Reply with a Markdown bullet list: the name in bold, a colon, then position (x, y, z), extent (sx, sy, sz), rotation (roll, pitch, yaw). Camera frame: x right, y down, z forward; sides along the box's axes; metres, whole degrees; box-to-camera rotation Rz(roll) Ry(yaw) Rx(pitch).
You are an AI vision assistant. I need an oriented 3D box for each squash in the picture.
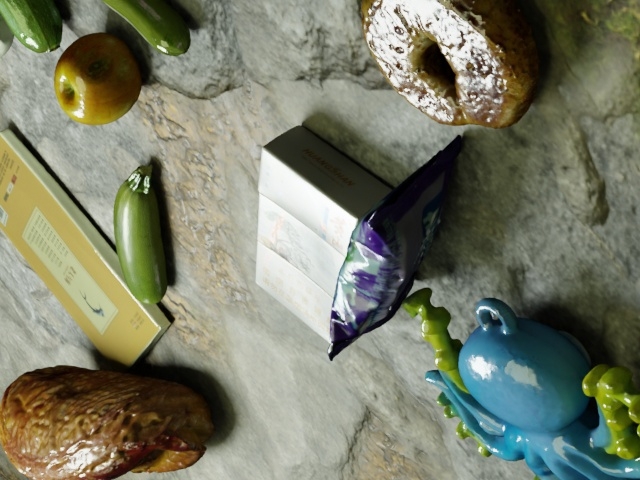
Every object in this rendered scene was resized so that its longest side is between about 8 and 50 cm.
- **squash**: position (-0.250, -0.005, 1.856), extent (0.066, 0.066, 0.252), rotation (31, 141, 30)
- **squash**: position (-0.215, -0.273, 1.564), extent (0.183, 0.052, 0.052), rotation (40, 146, 22)
- **squash**: position (-0.401, -0.334, 1.720), extent (0.219, 0.068, 0.077), rotation (53, 153, 0)

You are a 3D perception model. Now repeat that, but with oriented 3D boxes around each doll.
- **doll**: position (0.257, 0.184, 1.393), extent (0.346, 0.099, 0.341), rotation (8, 140, 54)

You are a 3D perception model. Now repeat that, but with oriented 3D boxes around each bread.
- **bread**: position (0.117, -0.182, 1.224), extent (0.193, 0.064, 0.193), rotation (33, 149, 23)

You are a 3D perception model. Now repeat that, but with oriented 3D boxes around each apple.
- **apple**: position (-0.275, -0.197, 1.664), extent (0.099, 0.102, 0.114), rotation (45, 147, 14)

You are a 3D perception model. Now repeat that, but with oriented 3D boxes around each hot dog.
- **hot dog**: position (-0.332, 0.292, 2.098), extent (0.387, 0.267, 0.174), rotation (2, 93, 47)

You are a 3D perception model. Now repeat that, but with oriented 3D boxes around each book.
- **book**: position (-0.395, 0.028, 2.105), extent (0.389, 0.032, 0.269), rotation (51, 150, 3)

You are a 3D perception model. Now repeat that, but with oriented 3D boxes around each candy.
- **candy**: position (0.073, 0.011, 1.385), extent (0.070, 0.145, 0.275), rotation (35, 145, 16)

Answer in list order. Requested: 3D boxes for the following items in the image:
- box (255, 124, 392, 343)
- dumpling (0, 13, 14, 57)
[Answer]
- **box**: position (0.000, 0.000, 1.541), extent (0.149, 0.067, 0.233), rotation (35, 144, 25)
- **dumpling**: position (-0.464, -0.308, 1.824), extent (0.169, 0.100, 0.134), rotation (121, 147, -76)
